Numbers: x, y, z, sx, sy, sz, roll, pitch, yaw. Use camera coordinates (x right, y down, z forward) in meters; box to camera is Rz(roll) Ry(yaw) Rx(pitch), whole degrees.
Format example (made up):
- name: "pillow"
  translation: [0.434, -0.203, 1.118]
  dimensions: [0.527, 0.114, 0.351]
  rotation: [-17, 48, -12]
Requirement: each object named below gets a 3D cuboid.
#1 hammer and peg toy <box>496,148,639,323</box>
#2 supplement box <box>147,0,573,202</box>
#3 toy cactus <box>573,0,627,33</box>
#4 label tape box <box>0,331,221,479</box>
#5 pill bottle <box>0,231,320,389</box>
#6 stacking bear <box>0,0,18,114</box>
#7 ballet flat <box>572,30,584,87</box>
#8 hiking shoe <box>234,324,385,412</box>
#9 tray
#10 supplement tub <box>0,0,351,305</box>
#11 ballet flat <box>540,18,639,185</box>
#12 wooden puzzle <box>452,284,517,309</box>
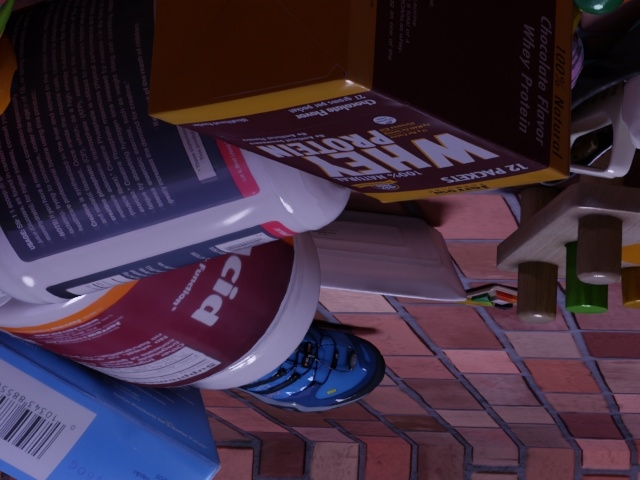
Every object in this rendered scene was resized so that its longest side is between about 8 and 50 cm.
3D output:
- name: "hammer and peg toy"
  translation: [0.318, -0.007, 1.607]
  dimensions: [0.265, 0.127, 0.361]
  rotation: [6, 166, -10]
- name: "supplement box"
  translation: [0.029, -0.138, 0.998]
  dimensions: [0.129, 0.191, 0.194]
  rotation: [-7, 164, 39]
- name: "toy cactus"
  translation: [0.210, -0.150, 1.134]
  dimensions: [0.219, 0.112, 0.180]
  rotation: [6, 159, 26]
- name: "label tape box"
  translation: [-0.242, 0.103, 1.744]
  dimensions: [0.249, 0.115, 0.348]
  rotation: [33, -168, -23]
- name: "pill bottle"
  translation: [-0.152, -0.004, 1.536]
  dimensions: [0.224, 0.224, 0.392]
  rotation: [-2, 166, 20]
- name: "stacking bear"
  translation: [-0.229, -0.136, 1.025]
  dimensions: [0.164, 0.175, 0.289]
  rotation: [7, 158, -4]
- name: "ballet flat"
  translation: [0.070, -0.131, 1.303]
  dimensions: [0.221, 0.077, 0.079]
  rotation: [-2, 148, 1]
- name: "hiking shoe"
  translation: [-0.058, 0.147, 2.379]
  dimensions: [0.304, 0.113, 0.132]
  rotation: [7, 167, -14]
- name: "tray"
  translation: [0.000, 0.000, 1.816]
  dimensions: [0.270, 0.030, 0.145]
  rotation: [6, -155, -11]
- name: "supplement tub"
  translation: [-0.131, -0.068, 1.223]
  dimensions: [0.272, 0.191, 0.191]
  rotation: [-16, 161, 15]
- name: "ballet flat"
  translation: [0.227, -0.096, 1.328]
  dimensions: [0.095, 0.096, 0.280]
  rotation: [9, 165, -22]
- name: "wooden puzzle"
  translation: [0.206, 0.066, 2.188]
  dimensions: [0.078, 0.014, 0.116]
  rotation: [9, 165, -22]
